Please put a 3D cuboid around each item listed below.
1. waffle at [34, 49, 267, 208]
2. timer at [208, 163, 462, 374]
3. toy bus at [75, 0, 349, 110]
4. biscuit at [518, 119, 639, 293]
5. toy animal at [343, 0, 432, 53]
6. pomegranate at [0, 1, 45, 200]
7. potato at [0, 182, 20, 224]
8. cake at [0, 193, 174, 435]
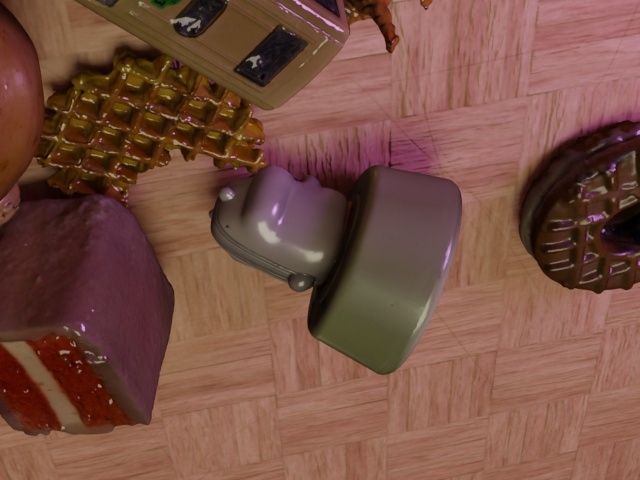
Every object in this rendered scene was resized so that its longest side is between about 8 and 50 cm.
[{"bbox_3d":[-0.230,-0.141,1.595,0.293,0.069,0.260,-22,137,11],"label":"waffle"},{"bbox_3d":[0.000,0.000,1.710,0.315,0.291,0.291,21,130,-7],"label":"timer"},{"bbox_3d":[-0.146,-0.304,1.339,0.365,0.202,0.177,26,125,-37],"label":"toy bus"},{"bbox_3d":[0.465,-0.047,1.889,0.332,0.103,0.332,-9,139,-8],"label":"biscuit"},{"bbox_3d":[0.090,-0.349,1.460,0.116,0.114,0.255,31,128,12],"label":"toy animal"},{"bbox_3d":[-0.471,-0.166,1.321,0.338,0.338,0.338,-9,138,-8],"label":"pomegranate"},{"bbox_3d":[-0.492,-0.048,1.540,0.234,0.161,0.128,-13,155,-2],"label":"potato"},{"bbox_3d":[-0.350,0.107,1.669,0.237,0.230,0.309,-2,147,14],"label":"cake"}]
